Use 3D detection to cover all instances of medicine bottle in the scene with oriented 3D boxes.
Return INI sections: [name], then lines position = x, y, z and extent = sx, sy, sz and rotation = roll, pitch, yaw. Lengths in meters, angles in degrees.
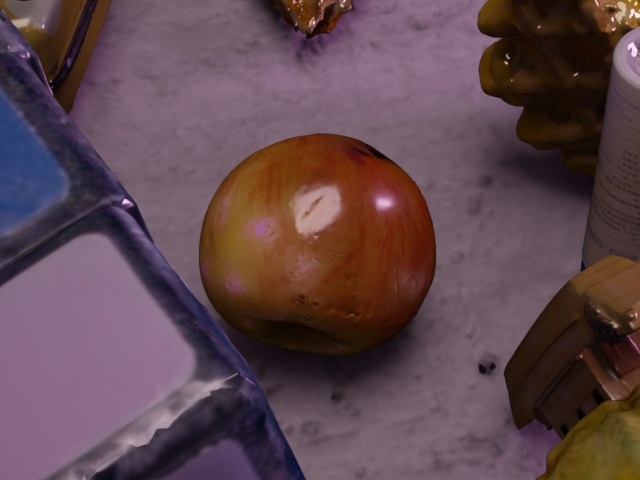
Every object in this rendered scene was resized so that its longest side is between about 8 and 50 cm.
[medicine bottle]
position = 0.189, -0.024, 1.050
extent = 0.059, 0.231, 0.059
rotation = 0, 49, 1

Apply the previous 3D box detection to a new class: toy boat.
[toy boat]
position = 0.156, 0.070, 1.000
extent = 0.057, 0.200, 0.077
rotation = -29, 73, -20

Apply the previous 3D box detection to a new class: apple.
[apple]
position = 0.000, 0.000, 1.092
extent = 0.146, 0.146, 0.146
rotation = -1, 49, 1

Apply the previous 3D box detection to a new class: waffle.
[waffle]
position = 0.265, -0.118, 1.114
extent = 0.324, 0.261, 0.151
rotation = 22, 60, 23

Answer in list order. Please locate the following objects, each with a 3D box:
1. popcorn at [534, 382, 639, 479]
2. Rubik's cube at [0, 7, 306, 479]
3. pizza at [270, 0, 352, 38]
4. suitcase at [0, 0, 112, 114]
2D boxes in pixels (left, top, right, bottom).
[popcorn]
position = 0.217, 0.158, 0.915
extent = 0.221, 0.183, 0.204
rotation = -19, 58, 6
[Rubik's cube]
position = -0.203, 0.133, 0.815
extent = 0.362, 0.363, 0.359
rotation = -30, 54, -12
[pizza]
position = -0.009, -0.220, 1.346
extent = 0.188, 0.062, 0.199
rotation = -8, 54, 11
[suitcase]
position = -0.250, -0.170, 1.249
extent = 0.194, 0.143, 0.235
rotation = 7, 48, 7
